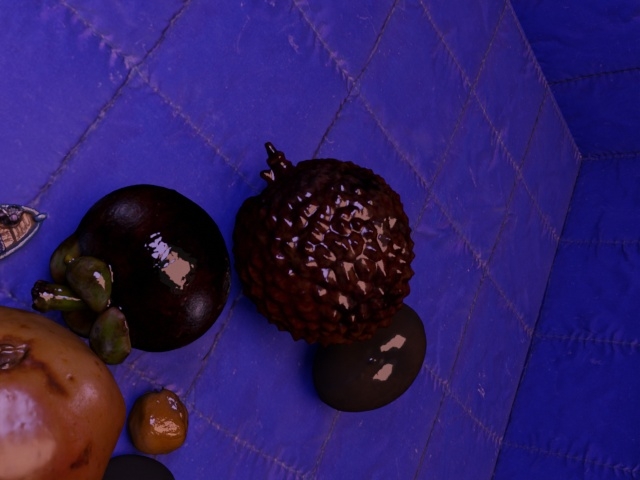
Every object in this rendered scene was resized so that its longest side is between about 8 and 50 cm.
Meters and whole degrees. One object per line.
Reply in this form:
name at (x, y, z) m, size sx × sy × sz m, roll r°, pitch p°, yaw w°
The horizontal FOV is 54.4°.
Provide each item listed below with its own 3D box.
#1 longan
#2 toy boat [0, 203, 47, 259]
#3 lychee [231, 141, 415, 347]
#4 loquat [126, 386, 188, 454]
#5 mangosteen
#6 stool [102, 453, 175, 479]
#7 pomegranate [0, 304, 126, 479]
longan at (0.133, 0.309, 1.670) m, size 0.350 × 0.288 × 0.288 m, roll -41°, pitch 119°, yaw -27°
toy boat at (-0.565, -0.007, 1.038) m, size 0.223 × 0.097 × 0.100 m, roll -30°, pitch 114°, yaw -42°
lychee at (0.000, 0.000, 1.426) m, size 0.424 × 0.424 × 0.500 m, roll -28°, pitch 95°, yaw -44°
loquat at (-0.332, 0.372, 1.283) m, size 0.137 × 0.113 × 0.137 m, roll 5°, pitch 77°, yaw -23°
mangosteen at (-0.320, 0.059, 1.143) m, size 0.330 × 0.330 × 0.330 m, roll 0°, pitch 90°, yaw -47°
stool at (-0.392, 0.503, 1.206) m, size 0.153 × 0.228 × 0.139 m, roll -77°, pitch -176°, yaw -80°
pomegranate at (-0.500, 0.297, 0.928) m, size 0.410 × 0.410 × 0.410 m, roll 0°, pitch 90°, yaw -47°
